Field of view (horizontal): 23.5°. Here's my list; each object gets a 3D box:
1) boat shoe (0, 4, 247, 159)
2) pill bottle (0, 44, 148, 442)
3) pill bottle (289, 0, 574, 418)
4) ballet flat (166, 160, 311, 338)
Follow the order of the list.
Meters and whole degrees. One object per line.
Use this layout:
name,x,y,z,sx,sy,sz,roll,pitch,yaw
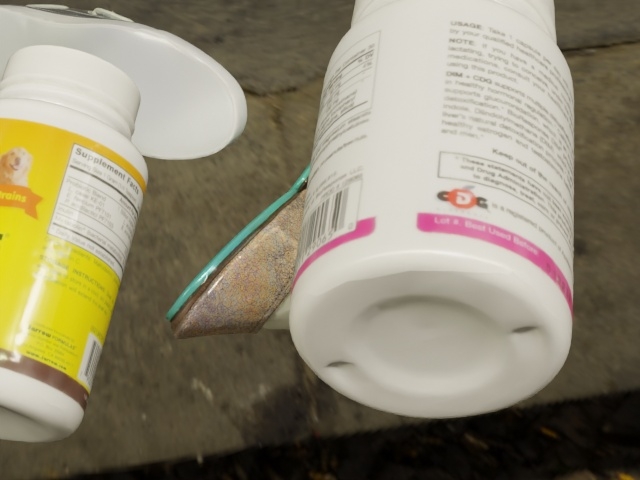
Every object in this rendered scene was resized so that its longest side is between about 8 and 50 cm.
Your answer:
boat shoe,-0.181,-0.149,1.353,0.301,0.102,0.108,15,112,26
pill bottle,-0.170,0.000,0.890,0.117,0.117,0.215,17,67,-11
pill bottle,0.075,-0.048,0.946,0.160,0.283,0.160,5,141,4
ballet flat,0.000,0.000,1.216,0.106,0.316,0.107,40,135,1
